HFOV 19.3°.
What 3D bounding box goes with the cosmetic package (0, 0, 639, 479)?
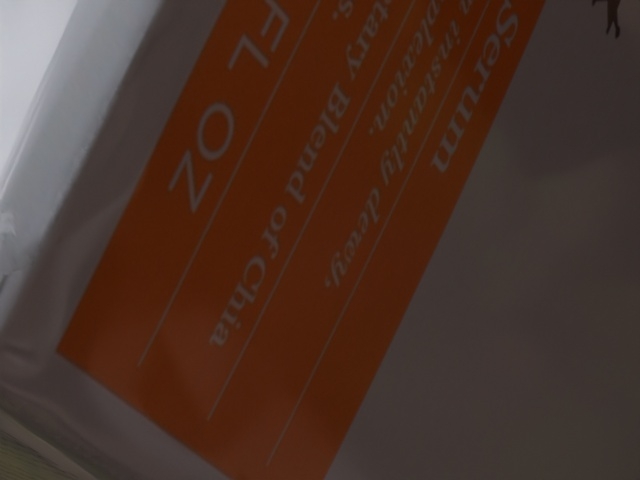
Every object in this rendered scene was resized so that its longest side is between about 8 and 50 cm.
[{"bbox_3d":[0.000,0.000,0.586,0.230,0.161,0.453,-65,-30,-14],"label":"cosmetic package"}]
